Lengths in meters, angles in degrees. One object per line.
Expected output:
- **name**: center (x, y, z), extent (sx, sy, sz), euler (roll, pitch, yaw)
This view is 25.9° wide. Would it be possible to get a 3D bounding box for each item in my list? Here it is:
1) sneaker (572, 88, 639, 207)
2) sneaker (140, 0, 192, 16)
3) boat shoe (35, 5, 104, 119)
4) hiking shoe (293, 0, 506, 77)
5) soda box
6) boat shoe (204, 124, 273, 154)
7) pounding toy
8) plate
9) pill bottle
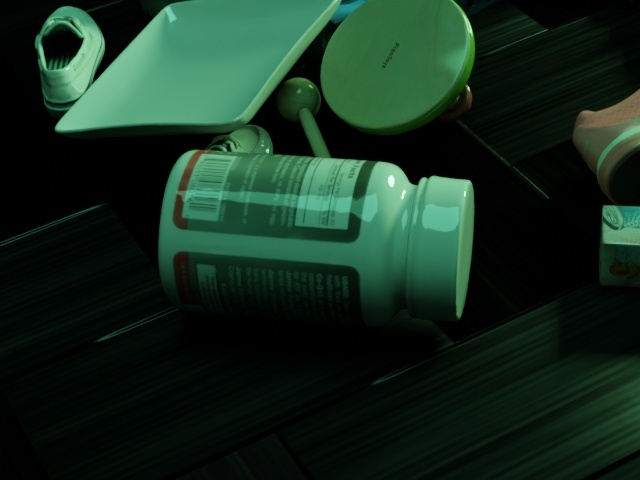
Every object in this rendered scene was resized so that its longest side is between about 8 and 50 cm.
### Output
- **sneaker**: center (0.414, -0.145, 1.502), extent (0.313, 0.116, 0.136), euler (-19, 41, -15)
- **sneaker**: center (-0.206, -0.444, 1.908), extent (0.125, 0.140, 0.341), euler (-11, 39, -4)
- **boat shoe**: center (-0.312, -0.243, 1.734), extent (0.083, 0.076, 0.226), euler (-10, 40, -6)
- **hiking shoe**: center (0.109, -0.270, 1.706), extent (0.304, 0.113, 0.132), euler (-16, 48, 3)
- **soda box**: center (0.368, 0.008, 1.371), extent (0.183, 0.058, 0.063), euler (3, 41, 9)
- **boat shoe**: center (-0.107, -0.080, 1.527), extent (0.066, 0.063, 0.184), euler (16, 45, 24)
- **pounding toy**: center (0.084, -0.168, 1.601), extent (0.237, 0.110, 0.183), euler (-37, 54, 8)
- **plate**: center (-0.135, -0.200, 1.634), extent (0.278, 0.045, 0.277), euler (1, 41, 34)
- **pill bottle**: center (0.000, 0.000, 1.346), extent (0.283, 0.161, 0.161), euler (5, 41, 12)
